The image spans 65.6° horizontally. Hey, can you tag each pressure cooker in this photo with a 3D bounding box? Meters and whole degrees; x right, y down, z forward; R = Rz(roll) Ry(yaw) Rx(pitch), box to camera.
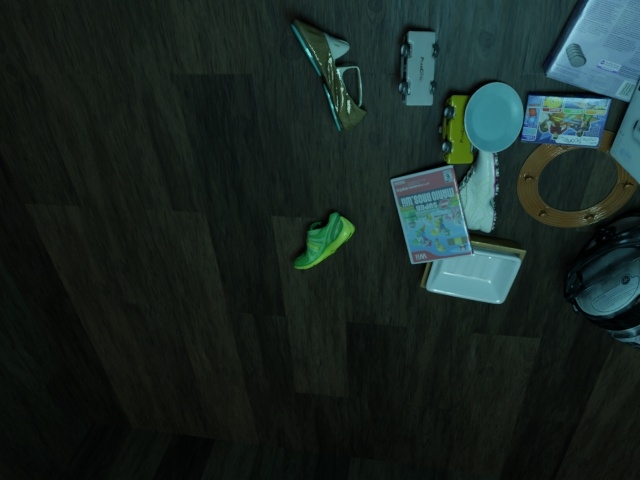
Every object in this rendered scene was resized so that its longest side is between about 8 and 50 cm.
[{"bbox_3d":[0.954,0.125,1.449,0.420,0.375,0.370,25,99,-7],"label":"pressure cooker"}]

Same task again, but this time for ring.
[{"bbox_3d":[0.763,-0.172,1.472,0.336,0.032,0.337,7,128,9],"label":"ring"}]

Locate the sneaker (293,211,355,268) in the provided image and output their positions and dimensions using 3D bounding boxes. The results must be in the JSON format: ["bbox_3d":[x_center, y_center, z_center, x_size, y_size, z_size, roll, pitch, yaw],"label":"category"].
[{"bbox_3d":[0.000,0.000,1.739,0.295,0.109,0.124,-41,84,37],"label":"sneaker"}]

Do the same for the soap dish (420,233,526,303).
[{"bbox_3d":[0.503,0.083,1.664,0.290,0.118,0.229,10,128,5],"label":"soap dish"}]

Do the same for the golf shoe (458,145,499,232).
[{"bbox_3d":[0.465,-0.154,1.502,0.140,0.115,0.307,2,126,15],"label":"golf shoe"}]

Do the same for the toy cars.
[{"bbox_3d":[0.318,-0.385,1.370,0.176,0.087,0.394,-43,111,-4],"label":"toy cars"}]

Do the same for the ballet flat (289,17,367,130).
[{"bbox_3d":[0.041,-0.468,1.370,0.124,0.116,0.343,-26,119,5],"label":"ballet flat"}]

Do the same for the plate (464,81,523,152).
[{"bbox_3d":[0.474,-0.338,1.369,0.188,0.024,0.188,-4,104,-15],"label":"plate"}]

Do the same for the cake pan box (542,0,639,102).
[{"bbox_3d":[0.733,-0.489,1.219,0.266,0.070,0.246,17,130,0],"label":"cake pan box"}]

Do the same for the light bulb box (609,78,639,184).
[{"bbox_3d":[0.912,-0.256,1.126,0.225,0.361,0.358,-5,131,-3],"label":"light bulb box"}]

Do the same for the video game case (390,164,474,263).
[{"bbox_3d":[0.346,-0.076,1.547,0.203,0.025,0.286,-10,100,32],"label":"video game case"}]

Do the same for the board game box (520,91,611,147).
[{"bbox_3d":[0.661,-0.328,1.349,0.201,0.035,0.136,10,126,19],"label":"board game box"}]
